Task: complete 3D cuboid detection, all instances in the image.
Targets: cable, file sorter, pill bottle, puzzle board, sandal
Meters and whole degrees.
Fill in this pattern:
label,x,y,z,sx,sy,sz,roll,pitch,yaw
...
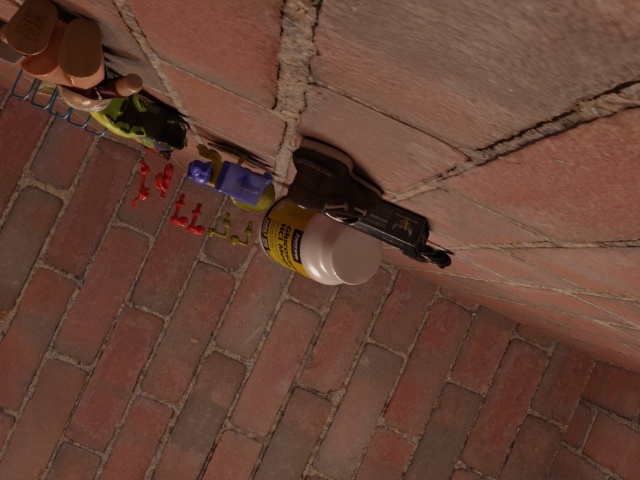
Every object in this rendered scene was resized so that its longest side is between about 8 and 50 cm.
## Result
label,x,y,z,sx,sy,sz,roll,pitch,yaw
cable,0.223,0.014,1.899,0.184,0.047,0.150,26,174,43
file sorter,-0.478,-0.282,1.553,0.170,0.105,0.118,26,178,-38
pill bottle,0.000,0.000,1.978,0.188,0.188,0.334,26,177,-32
puzzle board,-0.176,-0.185,1.801,0.128,0.011,0.096,25,177,-33
sandal,-0.404,-0.255,2.094,0.090,0.060,0.219,31,-168,-5

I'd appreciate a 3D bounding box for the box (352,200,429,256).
label,x,y,z,sx,sy,sz,roll,pitch,yaw
box,0.091,-0.047,1.565,0.232,0.059,0.183,24,176,11

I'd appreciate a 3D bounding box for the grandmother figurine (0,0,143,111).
label,x,y,z,sx,sy,sz,roll,pitch,yaw
grandmother figurine,-0.358,-0.249,1.174,0.207,0.104,0.342,33,174,-5

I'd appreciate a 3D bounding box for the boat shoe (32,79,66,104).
label,x,y,z,sx,sy,sz,roll,pitch,yaw
boat shoe,-0.679,-0.377,2.154,0.153,0.048,0.056,26,177,-39

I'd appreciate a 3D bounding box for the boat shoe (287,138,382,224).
label,x,y,z,sx,sy,sz,roll,pitch,yaw
boat shoe,0.017,-0.072,1.290,0.112,0.096,0.335,24,178,17

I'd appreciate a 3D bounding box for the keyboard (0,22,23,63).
label,x,y,z,sx,sy,sz,roll,pitch,yaw
keyboard,-0.617,-0.372,1.421,0.256,0.072,0.014,24,146,9

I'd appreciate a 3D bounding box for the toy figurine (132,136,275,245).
label,x,y,z,sx,sy,sz,roll,pitch,yaw
toy figurine,-0.190,-0.093,1.747,0.217,0.191,0.362,13,171,47

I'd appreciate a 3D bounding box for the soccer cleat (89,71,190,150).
label,x,y,z,sx,sy,sz,roll,pitch,yaw
soccer cleat,-0.356,-0.232,1.488,0.121,0.093,0.289,18,176,27
